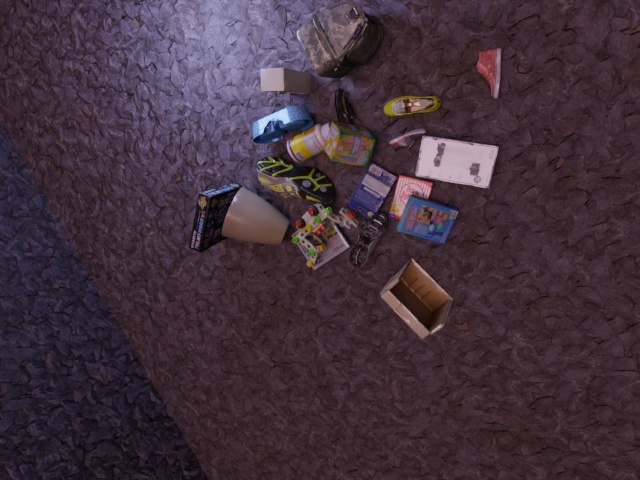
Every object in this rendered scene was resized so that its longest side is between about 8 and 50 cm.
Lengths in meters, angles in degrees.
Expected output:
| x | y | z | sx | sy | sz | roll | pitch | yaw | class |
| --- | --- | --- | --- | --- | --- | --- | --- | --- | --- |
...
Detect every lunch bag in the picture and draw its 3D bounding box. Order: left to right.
| x | y | z | sx | sy | sz | roll | pitch | yaw | class |
| --- | --- | --- | --- | --- | --- | --- | --- | --- | --- |
| 0.090 | -0.769 | 1.589 | 0.256 | 0.305 | 0.212 | -27 | 95 | 28 | lunch bag |

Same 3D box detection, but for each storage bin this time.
| x | y | z | sx | sy | sz | roll | pitch | yaw | class |
| --- | --- | --- | --- | --- | --- | --- | --- | --- | --- |
| 0.412 | 0.245 | 1.797 | 0.262 | 0.260 | 0.123 | 46 | 121 | 4 | storage bin |

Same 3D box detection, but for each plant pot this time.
| x | y | z | sx | sy | sz | roll | pitch | yaw | class |
| --- | --- | --- | --- | --- | --- | --- | --- | --- | --- |
| -0.295 | -0.086 | 2.016 | 0.274 | 0.256 | 0.256 | 23 | 115 | -3 | plant pot |

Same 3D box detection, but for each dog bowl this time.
| x | y | z | sx | sy | sz | roll | pitch | yaw | class |
| --- | --- | --- | --- | --- | --- | --- | --- | --- | --- |
| -0.173 | -0.516 | 1.865 | 0.298 | 0.166 | 0.073 | -14 | 88 | 26 | dog bowl |

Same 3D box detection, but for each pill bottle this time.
| x | y | z | sx | sy | sz | roll | pitch | yaw | class |
| --- | --- | --- | --- | --- | --- | --- | --- | --- | --- |
| -0.034 | -0.436 | 1.848 | 0.215 | 0.117 | 0.117 | -21 | 97 | 26 | pill bottle |

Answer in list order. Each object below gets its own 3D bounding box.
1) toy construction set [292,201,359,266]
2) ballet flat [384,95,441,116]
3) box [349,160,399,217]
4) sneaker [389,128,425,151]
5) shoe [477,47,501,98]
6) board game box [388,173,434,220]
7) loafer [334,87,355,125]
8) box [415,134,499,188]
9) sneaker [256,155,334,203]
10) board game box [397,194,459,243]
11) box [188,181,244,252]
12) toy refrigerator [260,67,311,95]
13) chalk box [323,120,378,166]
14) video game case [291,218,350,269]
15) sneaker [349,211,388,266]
| x | y | z | sx | sy | sz | roll | pitch | yaw | class |
| --- | --- | --- | --- | --- | --- | --- | --- | --- | --- |
| 0.004 | -0.046 | 1.883 | 0.328 | 0.151 | 0.215 | -40 | 84 | 26 | toy construction set |
| 0.360 | -0.541 | 1.674 | 0.231 | 0.077 | 0.077 | 0 | 107 | 23 | ballet flat |
| 0.232 | -0.218 | 1.850 | 0.137 | 0.036 | 0.225 | 33 | 116 | 11 | box |
| 0.366 | -0.412 | 1.730 | 0.158 | 0.061 | 0.064 | -15 | 111 | 36 | sneaker |
| 0.623 | -0.615 | 1.553 | 0.081 | 0.063 | 0.177 | 2 | 102 | 23 | shoe |
| 0.387 | -0.174 | 1.794 | 0.147 | 0.045 | 0.193 | 17 | 112 | 16 | board game box |
| 0.110 | -0.541 | 1.789 | 0.079 | 0.080 | 0.219 | -11 | 113 | 2 | loafer |
| 0.538 | -0.317 | 1.664 | 0.290 | 0.087 | 0.168 | 12 | 110 | 18 | box |
| -0.112 | -0.262 | 1.948 | 0.385 | 0.145 | 0.147 | 26 | 146 | 10 | sneaker |
| 0.447 | -0.088 | 1.752 | 0.211 | 0.047 | 0.159 | 16 | 112 | -7 | board game box |
| -0.504 | -0.120 | 2.044 | 0.074 | 0.295 | 0.293 | 23 | 114 | 13 | box |
| -0.137 | -0.653 | 1.739 | 0.103 | 0.269 | 0.094 | 6 | 109 | 20 | toy refrigerator |
| 0.142 | -0.398 | 1.748 | 0.213 | 0.132 | 0.131 | 4 | 125 | -21 | chalk box |
| 0.000 | 0.000 | 1.995 | 0.227 | 0.026 | 0.206 | -35 | 86 | 26 | video game case |
| 0.218 | -0.010 | 1.887 | 0.100 | 0.108 | 0.271 | 34 | 109 | 14 | sneaker |
